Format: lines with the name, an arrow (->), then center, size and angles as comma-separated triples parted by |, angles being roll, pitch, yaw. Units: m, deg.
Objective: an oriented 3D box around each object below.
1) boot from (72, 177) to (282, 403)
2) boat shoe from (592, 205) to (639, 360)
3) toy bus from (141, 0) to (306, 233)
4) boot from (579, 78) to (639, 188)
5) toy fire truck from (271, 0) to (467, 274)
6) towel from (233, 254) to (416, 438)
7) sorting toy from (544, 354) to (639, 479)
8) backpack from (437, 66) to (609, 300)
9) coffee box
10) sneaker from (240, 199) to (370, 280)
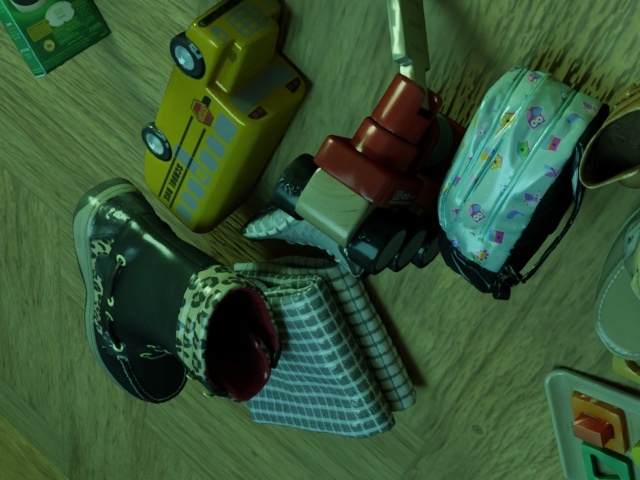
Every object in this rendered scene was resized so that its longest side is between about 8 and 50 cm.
boot -> -0.183, 0.125, 1.360 | 0.284, 0.138, 0.377 | 31, 138, 37
boat shoe -> 0.306, 0.016, 0.864 | 0.122, 0.110, 0.341 | 39, 147, 15
toy bus -> -0.115, -0.143, 1.199 | 0.130, 0.108, 0.332 | 45, 148, 5
boot -> 0.245, -0.078, 0.797 | 0.073, 0.152, 0.197 | 37, 146, 17
toy fire truck -> 0.078, -0.114, 0.969 | 0.158, 0.217, 0.246 | 37, 104, 19
towel -> -0.031, 0.142, 1.391 | 0.284, 0.121, 0.235 | -5, 120, 52
sorting toy -> 0.337, 0.238, 1.124 | 0.196, 0.047, 0.347 | 15, 135, 42
backpack -> 0.175, -0.059, 0.913 | 0.115, 0.152, 0.182 | 26, 131, 7
coffee box -> -0.360, -0.315, 1.309 | 0.040, 0.113, 0.184 | 2, 127, 53
sneaker -> 0.000, 0.000, 1.240 | 0.132, 0.086, 0.229 | 53, 147, -12
